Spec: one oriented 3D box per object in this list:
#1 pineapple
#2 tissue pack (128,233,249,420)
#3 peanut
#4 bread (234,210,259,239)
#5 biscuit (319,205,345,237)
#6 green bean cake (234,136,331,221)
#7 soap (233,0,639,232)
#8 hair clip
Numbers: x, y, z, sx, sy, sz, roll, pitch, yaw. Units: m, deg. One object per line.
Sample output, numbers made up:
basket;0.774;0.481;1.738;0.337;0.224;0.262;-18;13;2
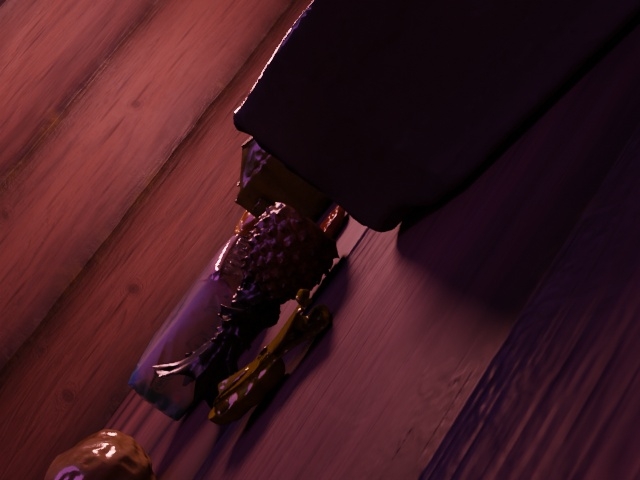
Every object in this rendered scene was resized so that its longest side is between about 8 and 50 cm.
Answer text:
pineapple;-0.093;0.087;0.890;0.277;0.119;0.130;-55;27;1
tissue pack;-0.187;0.141;1.169;0.271;0.124;0.201;-50;12;19
peanut;-0.288;0.323;0.911;0.147;0.147;0.305;-55;7;-15
bread;-0.152;-0.051;1.858;0.140;0.106;0.236;-49;10;17
biscuit;0.000;0.000;1.054;0.130;0.019;0.102;-57;8;-24
green bean cake;-0.037;-0.183;1.422;0.285;0.202;0.310;-48;9;20
soap;0.127;-0.237;0.674;0.435;0.213;0.350;-49;10;35
hair clip;-0.057;0.127;0.731;0.173;0.046;0.072;-50;5;11
